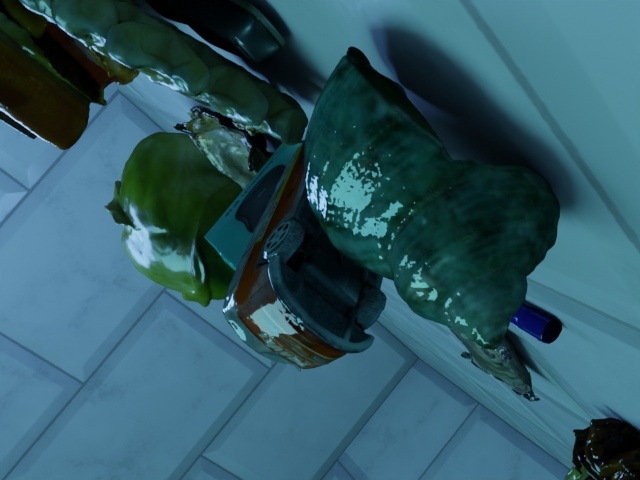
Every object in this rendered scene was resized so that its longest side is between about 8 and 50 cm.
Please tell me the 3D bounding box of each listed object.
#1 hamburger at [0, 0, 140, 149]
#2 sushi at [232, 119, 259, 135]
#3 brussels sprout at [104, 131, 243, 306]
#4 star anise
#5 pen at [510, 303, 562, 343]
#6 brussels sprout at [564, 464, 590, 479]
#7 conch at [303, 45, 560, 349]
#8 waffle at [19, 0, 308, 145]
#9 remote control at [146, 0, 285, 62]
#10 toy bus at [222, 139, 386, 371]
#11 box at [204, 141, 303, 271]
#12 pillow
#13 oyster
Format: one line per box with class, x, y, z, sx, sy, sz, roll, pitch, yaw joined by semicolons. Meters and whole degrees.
hamburger;-0.396;-0.298;0.968;0.330;0.250;0.330;36;177;2
sushi;-0.093;-0.169;0.952;0.061;0.060;0.118;37;179;-34
brussels sprout;-0.228;-0.030;1.527;0.425;0.343;0.361;30;-173;-27
star anise;0.472;0.370;1.107;0.220;0.125;0.190;-126;28;-67
pen;0.206;0.064;0.961;0.033;0.033;0.269;43;174;-37
brussels sprout;0.558;0.553;1.307;0.314;0.276;0.371;41;177;27
conch;0.078;-0.020;0.525;0.202;0.134;0.196;42;-168;33
waffle;-0.151;-0.189;0.750;0.309;0.056;0.292;27;-171;-16
remote control;-0.112;-0.222;0.706;0.222;0.042;0.072;35;175;43
toy bus;0.000;0.000;0.663;0.121;0.265;0.119;41;130;-19
box;-0.029;-0.021;0.977;0.118;0.205;0.311;39;177;-21
pillow;0.299;0.191;1.264;0.169;0.059;0.255;36;172;37
oyster;-0.085;-0.107;1.233;0.361;0.096;0.221;44;175;-33
